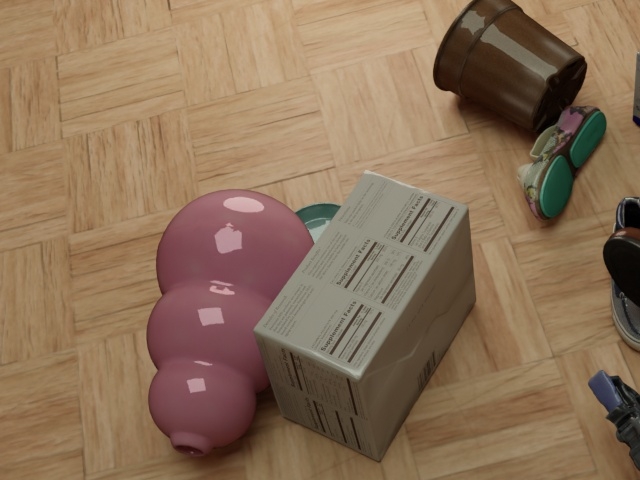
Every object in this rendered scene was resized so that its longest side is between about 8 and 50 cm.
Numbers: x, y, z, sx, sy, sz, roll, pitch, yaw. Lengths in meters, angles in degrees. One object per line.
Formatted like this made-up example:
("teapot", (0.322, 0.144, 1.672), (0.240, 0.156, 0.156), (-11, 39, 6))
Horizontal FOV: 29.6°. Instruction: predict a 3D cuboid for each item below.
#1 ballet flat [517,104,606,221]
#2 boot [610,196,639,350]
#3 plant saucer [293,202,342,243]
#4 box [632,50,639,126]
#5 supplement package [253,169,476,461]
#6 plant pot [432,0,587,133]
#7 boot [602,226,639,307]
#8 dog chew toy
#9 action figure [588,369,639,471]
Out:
("ballet flat", (0.316, -0.105, 1.646), (0.079, 0.077, 0.221), (5, 46, 39))
("boot", (0.390, 0.039, 1.497), (0.069, 0.086, 0.190), (-7, 51, 7))
("plant saucer", (0.000, 0.000, 1.655), (0.119, 0.021, 0.119), (-6, 51, 8))
("box", (0.497, -0.220, 1.647), (0.126, 0.137, 0.072), (-33, 54, -14))
("supplement package", (0.062, 0.089, 1.452), (0.145, 0.204, 0.262), (22, 60, 24))
("plant pot", (0.274, -0.244, 1.710), (0.165, 0.167, 0.167), (38, 68, 24))
("boot", (0.481, -0.027, 1.471), (0.264, 0.096, 0.280), (23, 57, -3))
("dog chew toy", (-0.121, 0.104, 1.495), (0.207, 0.206, 0.331), (4, 62, 15))
("action figure", (0.446, 0.227, 1.252), (0.330, 0.178, 0.341), (-18, 60, -33))
